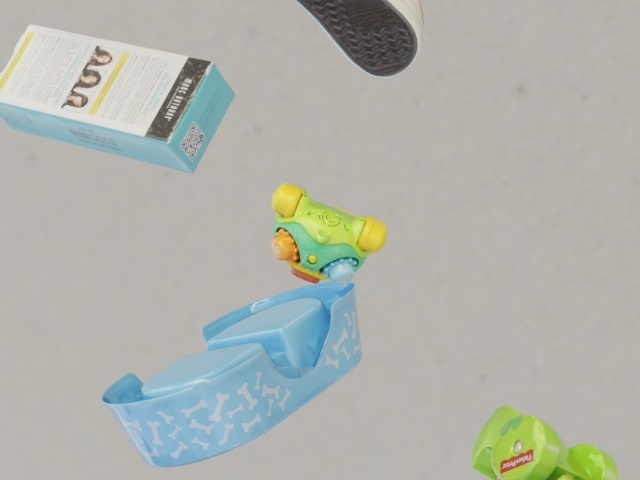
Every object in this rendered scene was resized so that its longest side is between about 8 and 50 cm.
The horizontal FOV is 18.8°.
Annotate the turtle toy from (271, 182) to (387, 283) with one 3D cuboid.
[{"bbox_3d":[0.000,0.000,1.537,0.095,0.130,0.066,23,92,0],"label":"turtle toy"}]

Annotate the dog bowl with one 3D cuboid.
[{"bbox_3d":[-0.071,0.123,1.791,0.166,0.297,0.074,-12,102,38],"label":"dog bowl"}]

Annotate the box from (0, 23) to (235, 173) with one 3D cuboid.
[{"bbox_3d":[-0.215,-0.146,1.962,0.244,0.100,0.060,15,158,31],"label":"box"}]

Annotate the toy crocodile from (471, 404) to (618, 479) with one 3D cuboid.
[{"bbox_3d":[0.232,0.263,1.755,0.105,0.115,0.340,-51,38,16],"label":"toy crocodile"}]

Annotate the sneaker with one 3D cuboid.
[{"bbox_3d":[-0.009,-0.283,1.809,0.106,0.123,0.290,-32,106,23],"label":"sneaker"}]
